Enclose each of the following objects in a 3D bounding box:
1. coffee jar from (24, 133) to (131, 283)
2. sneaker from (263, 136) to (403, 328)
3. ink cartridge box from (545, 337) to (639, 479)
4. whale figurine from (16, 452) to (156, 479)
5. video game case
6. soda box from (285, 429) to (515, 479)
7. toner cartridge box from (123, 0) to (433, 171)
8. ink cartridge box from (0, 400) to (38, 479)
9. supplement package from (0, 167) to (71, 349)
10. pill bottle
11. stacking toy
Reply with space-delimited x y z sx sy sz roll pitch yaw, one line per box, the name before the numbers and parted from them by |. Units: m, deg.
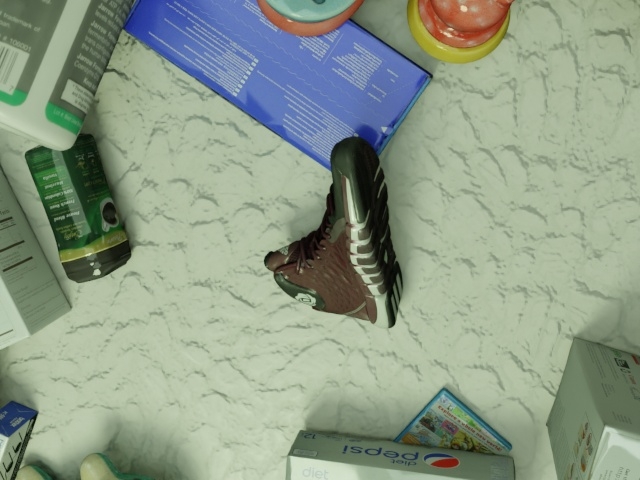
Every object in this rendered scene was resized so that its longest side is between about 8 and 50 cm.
coffee jar | -0.309 -0.040 1.274 0.079 0.096 0.184 -16 97 14
sneaker | 0.000 0.000 1.190 0.163 0.106 0.281 2 132 18
ink cartridge box | 0.411 0.244 1.105 0.272 0.309 0.130 15 102 6
whale figurine | -0.298 0.385 1.350 0.272 0.141 0.216 12 103 32
video game case | 0.152 0.291 1.305 0.119 0.015 0.166 41 104 0
soda box | 0.100 0.319 1.263 0.286 0.091 0.098 6 101 8
toner cartridge box | -0.051 -0.230 1.210 0.348 0.075 0.165 35 104 1
ink cartridge box | -0.458 0.334 1.365 0.046 0.097 0.207 23 103 4
supplement package | -0.457 0.023 1.288 0.139 0.134 0.244 -23 96 12
pill bottle | -0.316 -0.304 1.143 0.204 0.204 0.361 22 87 4
stacking toy | 0.077 -0.357 1.096 0.309 0.130 0.279 6 87 -1
